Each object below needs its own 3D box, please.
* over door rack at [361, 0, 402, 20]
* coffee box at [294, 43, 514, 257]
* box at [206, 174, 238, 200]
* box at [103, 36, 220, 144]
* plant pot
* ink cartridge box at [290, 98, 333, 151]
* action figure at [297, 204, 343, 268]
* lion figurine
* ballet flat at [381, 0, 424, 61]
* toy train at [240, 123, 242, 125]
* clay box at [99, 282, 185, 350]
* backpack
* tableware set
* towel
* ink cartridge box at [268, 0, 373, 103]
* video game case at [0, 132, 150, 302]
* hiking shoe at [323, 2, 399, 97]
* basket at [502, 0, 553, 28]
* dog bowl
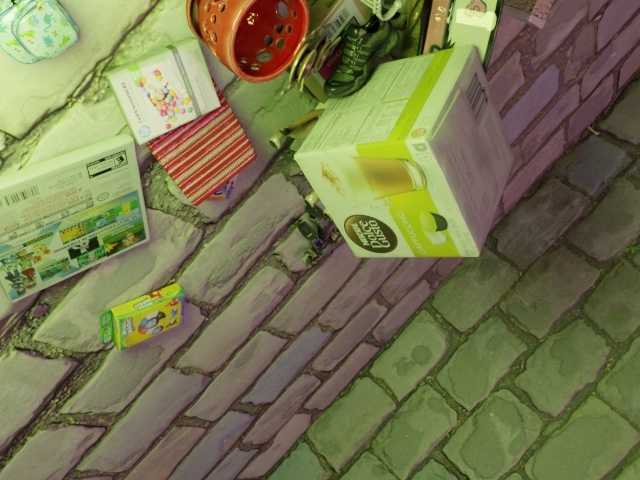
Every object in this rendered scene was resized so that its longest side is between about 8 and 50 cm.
[{"bbox_3d":[0.054,-0.599,1.093,0.108,0.239,0.324,-39,150,-9],"label":"over door rack"},{"bbox_3d":[0.206,-0.190,1.367,0.337,0.334,0.338,57,48,-35],"label":"coffee box"},{"bbox_3d":[-0.242,-0.160,1.456,0.081,0.028,0.136,-8,135,-47],"label":"box"},{"bbox_3d":[-0.304,-0.294,1.156,0.186,0.038,0.145,-30,128,-19],"label":"box"},{"bbox_3d":[-0.143,-0.422,1.120,0.191,0.174,0.191,-32,147,-24],"label":"plant pot"},{"bbox_3d":[0.011,-0.294,1.585,0.181,0.061,0.104,-55,148,15],"label":"ink cartridge box"},{"bbox_3d":[0.000,0.000,1.893,0.185,0.099,0.285,-51,155,-10],"label":"action figure"},{"bbox_3d":[0.038,-0.216,1.516,0.240,0.142,0.392,-47,144,-15],"label":"lion figurine"},{"bbox_3d":[0.200,-0.566,1.470,0.123,0.123,0.348,-30,147,-27],"label":"ballet flat"},{"bbox_3d":[-0.246,-0.251,1.342,0.158,0.027,0.036,-17,142,-41],"label":"toy train"},{"bbox_3d":[-0.473,0.209,1.578,0.222,0.053,0.127,-24,143,-36],"label":"clay box"},{"bbox_3d":[-0.450,-0.334,0.923,0.114,0.084,0.105,-39,147,-8],"label":"backpack"},{"bbox_3d":[-0.012,-0.370,1.217,0.128,0.039,0.194,-63,177,33],"label":"tableware set"},{"bbox_3d":[-0.269,-0.224,1.282,0.199,0.031,0.275,-41,137,-11],"label":"towel"},{"bbox_3d":[0.017,-0.464,1.363,0.234,0.088,0.193,-51,149,5],"label":"ink cartridge box"},{"bbox_3d":[-0.523,-0.045,1.226,0.329,0.036,0.300,-29,146,-30],"label":"video game case"},{"bbox_3d":[0.074,-0.426,1.330,0.227,0.086,0.114,-50,138,-6],"label":"hiking shoe"},{"bbox_3d":[0.586,-0.704,1.729,0.113,0.167,0.103,-6,126,-49],"label":"basket"},{"bbox_3d":[0.337,-0.545,1.438,0.408,0.150,0.408,10,90,-85],"label":"dog bowl"}]
